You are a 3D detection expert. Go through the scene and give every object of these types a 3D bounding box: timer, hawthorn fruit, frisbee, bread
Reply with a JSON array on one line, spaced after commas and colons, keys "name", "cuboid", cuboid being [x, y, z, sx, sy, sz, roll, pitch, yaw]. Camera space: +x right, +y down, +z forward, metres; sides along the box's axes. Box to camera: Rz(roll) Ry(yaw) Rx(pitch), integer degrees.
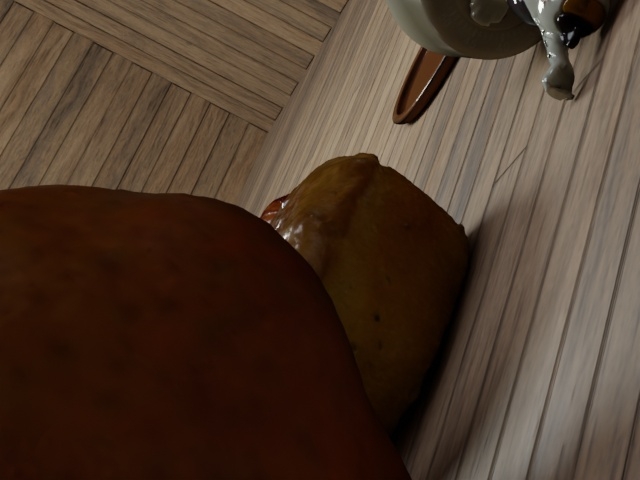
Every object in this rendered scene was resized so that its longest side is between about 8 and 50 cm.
[{"name": "timer", "cuboid": [0.177, -0.217, 1.299, 0.175, 0.175, 0.266, -62, 26, 8]}, {"name": "hawthorn fruit", "cuboid": [-0.178, 0.194, 0.931, 0.472, 0.471, 0.472, -61, 7, 14]}, {"name": "frisbee", "cuboid": [0.158, -0.256, 1.943, 0.251, 0.021, 0.251, -62, 6, 12]}, {"name": "bread", "cuboid": [-0.001, 0.080, 1.292, 0.312, 0.172, 0.312, -60, 3, 5]}]

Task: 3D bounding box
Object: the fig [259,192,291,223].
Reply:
[{"name": "fig", "cuboid": [-0.011, -0.006, 1.892, 0.150, 0.128, 0.128, -32, 14, 11]}]
